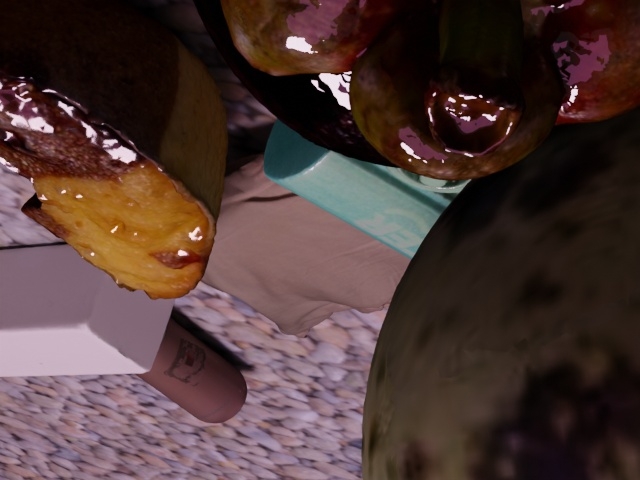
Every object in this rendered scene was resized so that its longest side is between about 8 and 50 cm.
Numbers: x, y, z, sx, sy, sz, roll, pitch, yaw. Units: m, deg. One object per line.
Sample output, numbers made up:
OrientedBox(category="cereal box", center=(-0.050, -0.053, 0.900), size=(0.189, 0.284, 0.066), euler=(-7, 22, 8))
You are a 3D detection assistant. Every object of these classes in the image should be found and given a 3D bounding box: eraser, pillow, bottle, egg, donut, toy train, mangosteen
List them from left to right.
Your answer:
OrientedBox(category="eraser", center=(-0.252, 0.057, 1.479), size=(0.298, 0.078, 0.076), euler=(-4, 147, 39))
OrientedBox(category="donut", center=(-0.142, -0.084, 1.075), size=(0.151, 0.112, 0.295), euler=(-12, 144, 44))
OrientedBox(category="bottle", center=(-0.117, 0.096, 1.499), size=(0.053, 0.053, 0.140), euler=(-4, 148, 39))
OrientedBox(category="pillow", center=(0.000, 0.000, 1.206), size=(0.173, 0.067, 0.270), euler=(39, 148, -28))
OrientedBox(category="mangosteen", center=(0.048, -0.113, 0.714), size=(0.211, 0.250, 0.211), euler=(-3, 123, -5))
OrientedBox(category="toy train", center=(0.087, -0.029, 1.031), size=(0.248, 0.101, 0.159), euler=(31, 144, -28))
OrientedBox(category="egg", center=(0.204, 0.109, 0.850), size=(0.345, 0.345, 0.428), euler=(0, 153, 33))
